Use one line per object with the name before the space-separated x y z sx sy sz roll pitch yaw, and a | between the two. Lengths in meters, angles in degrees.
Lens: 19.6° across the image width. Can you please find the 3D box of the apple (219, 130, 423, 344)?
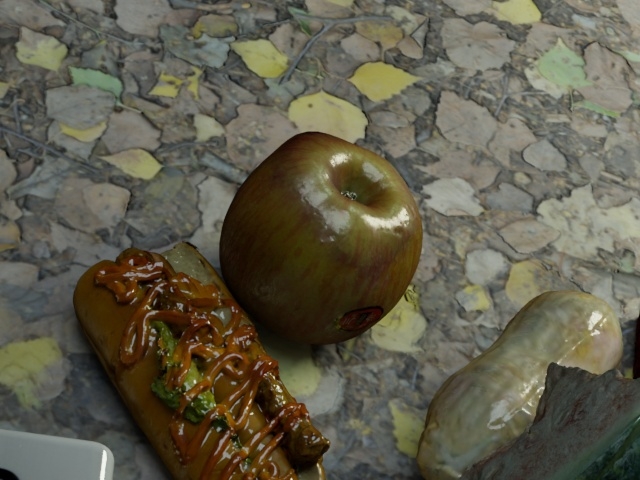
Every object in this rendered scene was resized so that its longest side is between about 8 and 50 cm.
apple | 0.000 0.000 1.942 0.211 0.188 0.211 17 41 -15

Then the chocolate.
chocolate | 0.212 0.154 1.906 0.134 0.134 0.309 37 49 18

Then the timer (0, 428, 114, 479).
timer | -0.289 0.291 1.591 0.192 0.194 0.195 9 46 -8

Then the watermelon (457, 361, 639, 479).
watermelon | 0.246 0.238 1.720 0.231 0.310 0.193 34 70 27

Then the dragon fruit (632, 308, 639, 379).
dragon fruit | 0.415 0.097 2.008 0.120 0.161 0.127 13 57 -2

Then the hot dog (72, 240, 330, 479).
hot dog | -0.117 0.133 1.841 0.158 0.117 0.349 -16 55 -27
